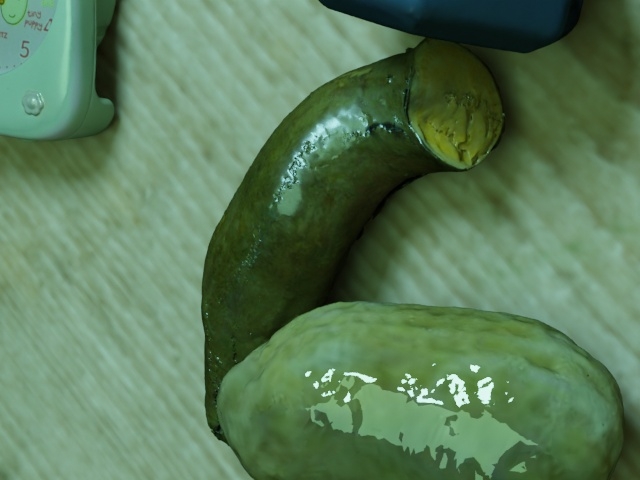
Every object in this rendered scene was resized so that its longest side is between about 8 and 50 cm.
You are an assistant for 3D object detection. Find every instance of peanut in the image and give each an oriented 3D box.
[{"bbox_3d":[0.054,0.098,1.039,0.224,0.129,0.129,10,100,17],"label":"peanut"}]

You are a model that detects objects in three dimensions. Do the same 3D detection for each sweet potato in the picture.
[{"bbox_3d":[-0.003,0.001,1.090,0.112,0.085,0.285,38,112,15],"label":"sweet potato"}]

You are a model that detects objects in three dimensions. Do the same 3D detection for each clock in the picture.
[{"bbox_3d":[-0.193,-0.161,1.189,0.152,0.062,0.191,12,101,28],"label":"clock"}]

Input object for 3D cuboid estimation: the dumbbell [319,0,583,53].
[{"bbox_3d":[0.095,-0.261,0.968,0.144,0.160,0.324,-134,55,-65],"label":"dumbbell"}]
